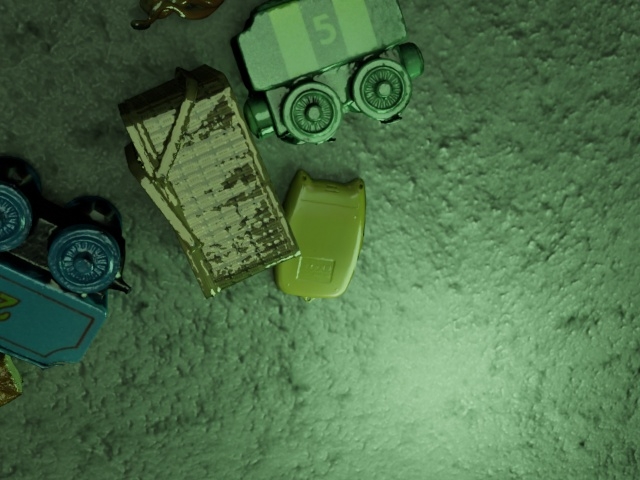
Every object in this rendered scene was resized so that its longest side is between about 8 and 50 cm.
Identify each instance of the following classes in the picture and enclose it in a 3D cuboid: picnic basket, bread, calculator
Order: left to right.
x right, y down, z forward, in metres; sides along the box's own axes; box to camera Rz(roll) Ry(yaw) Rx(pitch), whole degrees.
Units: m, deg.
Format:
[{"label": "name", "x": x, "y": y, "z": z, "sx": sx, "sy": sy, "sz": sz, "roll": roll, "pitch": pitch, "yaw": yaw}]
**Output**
[{"label": "bread", "x": -0.534, "y": 0.226, "z": 1.312, "sx": 0.070, "sy": 0.083, "sz": 0.076, "roll": -25, "pitch": 114, "yaw": -15}, {"label": "picnic basket", "x": -0.185, "y": -0.098, "z": 1.226, "sx": 0.175, "sy": 0.228, "sz": 0.313, "roll": -25, "pitch": 111, "yaw": -8}, {"label": "calculator", "x": 0.000, "y": 0.000, "z": 1.398, "sx": 0.157, "sy": 0.033, "sz": 0.236, "roll": 6, "pitch": 106, "yaw": -16}]

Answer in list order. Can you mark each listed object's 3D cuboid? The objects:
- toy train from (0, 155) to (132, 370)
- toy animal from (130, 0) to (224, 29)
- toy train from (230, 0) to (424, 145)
[{"label": "toy train", "x": -0.451, "y": 0.037, "z": 1.230, "sx": 0.300, "sy": 0.188, "sz": 0.265, "roll": 29, "pitch": 102, "yaw": -22}, {"label": "toy animal", "x": -0.166, "y": -0.446, "z": 1.201, "sx": 0.157, "sy": 0.097, "sz": 0.312, "roll": 16, "pitch": 103, "yaw": -23}, {"label": "toy train", "x": 0.009, "y": -0.279, "z": 1.254, "sx": 0.299, "sy": 0.167, "sz": 0.238, "roll": -21, "pitch": 104, "yaw": -7}]
